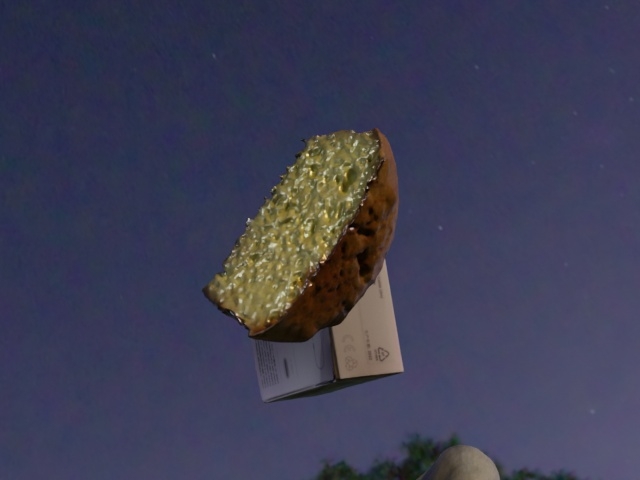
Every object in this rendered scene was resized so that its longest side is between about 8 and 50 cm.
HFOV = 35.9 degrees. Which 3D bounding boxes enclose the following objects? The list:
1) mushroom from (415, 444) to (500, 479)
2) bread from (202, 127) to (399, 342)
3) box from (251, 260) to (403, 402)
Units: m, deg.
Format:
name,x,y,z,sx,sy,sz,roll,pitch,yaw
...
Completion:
name,x,y,z,sx,sy,sz,roll,pitch,yaw
mushroom,0.172,0.316,1.197,0.116,0.225,0.093,-32,-84,0
bread,0.001,0.009,1.066,0.260,0.129,0.134,-53,-43,-13
box,-0.006,0.095,1.289,0.106,0.203,0.251,-4,-14,-27
